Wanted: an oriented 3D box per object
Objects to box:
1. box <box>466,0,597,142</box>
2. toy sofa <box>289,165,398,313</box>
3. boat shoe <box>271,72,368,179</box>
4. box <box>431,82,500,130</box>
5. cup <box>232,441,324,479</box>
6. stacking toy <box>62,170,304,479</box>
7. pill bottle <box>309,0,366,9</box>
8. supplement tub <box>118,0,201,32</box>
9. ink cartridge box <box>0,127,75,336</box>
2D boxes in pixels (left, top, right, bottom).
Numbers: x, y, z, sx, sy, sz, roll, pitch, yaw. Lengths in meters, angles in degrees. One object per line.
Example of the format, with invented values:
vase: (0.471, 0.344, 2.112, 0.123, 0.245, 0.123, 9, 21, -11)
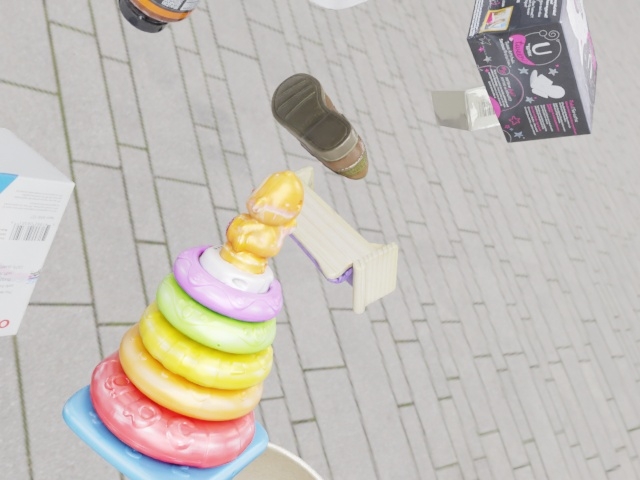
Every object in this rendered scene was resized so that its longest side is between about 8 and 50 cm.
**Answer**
box: (0.342, -0.295, 1.095, 0.247, 0.142, 0.163, 51, 48, -47)
toy sofa: (0.000, 0.000, 1.589, 0.177, 0.150, 0.362, -27, 49, -23)
boat shoe: (-0.004, -0.210, 1.319, 0.104, 0.111, 0.307, 49, 9, -42)
box: (0.355, -0.320, 1.653, 0.275, 0.113, 0.094, -114, -168, -77)
cup: (-0.146, 0.473, 0.971, 0.331, 0.237, 0.331, 19, 47, -23)
stacking toy: (-0.094, 0.068, 0.639, 0.166, 0.301, 0.175, 32, 18, 18)
pill bottle: (-0.027, -0.292, 0.508, 0.136, 0.136, 0.245, -4, 58, -50)
supplement tub: (-0.179, -0.343, 0.860, 0.106, 0.198, 0.106, 21, 54, -31)
ink cartridge box: (-0.454, -0.014, 0.858, 0.168, 0.232, 0.171, 34, 15, 28)
